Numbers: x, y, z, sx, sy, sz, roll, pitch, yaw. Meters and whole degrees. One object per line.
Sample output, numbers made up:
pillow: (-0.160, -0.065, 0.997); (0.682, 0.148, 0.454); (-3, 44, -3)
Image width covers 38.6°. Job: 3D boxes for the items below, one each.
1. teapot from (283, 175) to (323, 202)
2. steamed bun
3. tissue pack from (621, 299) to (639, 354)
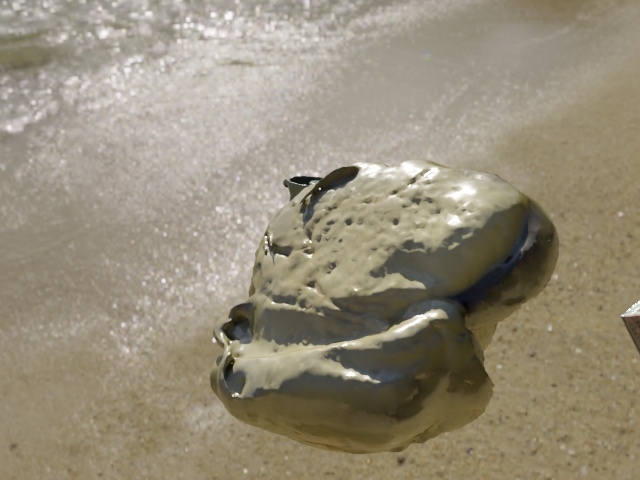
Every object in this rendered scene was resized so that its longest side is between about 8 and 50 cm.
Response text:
teapot: (0.000, 0.000, 1.740); (0.203, 0.225, 0.171); (16, 17, 28)
steamed bun: (0.070, 0.083, 0.985); (0.324, 0.230, 0.372); (18, 61, 41)
tissue pack: (0.756, 0.228, 1.810); (0.227, 0.316, 0.103); (-31, 5, -27)
